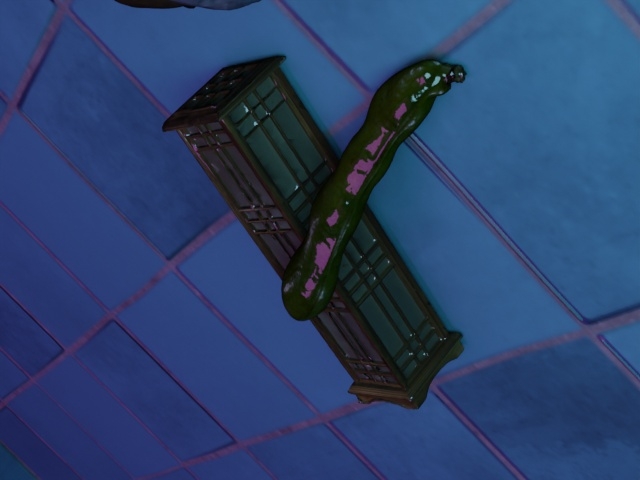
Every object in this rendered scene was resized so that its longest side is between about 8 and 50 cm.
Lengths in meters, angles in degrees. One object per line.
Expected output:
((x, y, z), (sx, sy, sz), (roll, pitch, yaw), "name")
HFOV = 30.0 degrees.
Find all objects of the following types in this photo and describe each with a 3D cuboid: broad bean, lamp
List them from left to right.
((0.000, 0.000, 1.027), (0.090, 0.089, 0.325), (-3, 127, 51), "lamp")
((0.028, -0.037, 0.901), (0.053, 0.052, 0.256), (34, 119, 6), "broad bean")

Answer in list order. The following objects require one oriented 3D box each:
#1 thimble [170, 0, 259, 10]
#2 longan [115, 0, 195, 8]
((-0.104, -0.241, 0.687), (0.172, 0.236, 0.205), (18, 118, 31), "thimble")
((-0.123, -0.216, 0.889), (0.113, 0.092, 0.113), (12, 149, 7), "longan")
